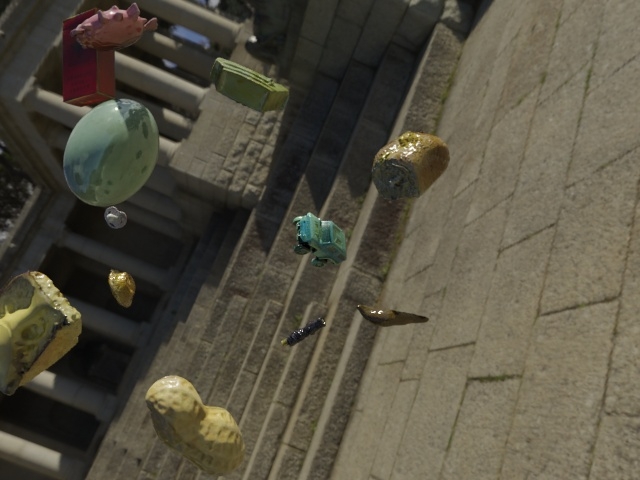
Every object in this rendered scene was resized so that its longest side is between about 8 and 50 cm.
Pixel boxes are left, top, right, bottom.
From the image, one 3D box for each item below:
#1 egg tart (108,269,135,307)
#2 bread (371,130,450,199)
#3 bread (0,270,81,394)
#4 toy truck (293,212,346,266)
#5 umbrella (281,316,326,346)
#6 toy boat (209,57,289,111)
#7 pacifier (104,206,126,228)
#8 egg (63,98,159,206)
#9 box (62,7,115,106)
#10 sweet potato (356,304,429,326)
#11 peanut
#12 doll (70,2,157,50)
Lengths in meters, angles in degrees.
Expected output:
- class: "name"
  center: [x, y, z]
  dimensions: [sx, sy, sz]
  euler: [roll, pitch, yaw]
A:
- class: "egg tart"
  center: [-0.598, 0.143, 1.639]
  dimensions: [0.129, 0.049, 0.129]
  euler: [158, 90, -89]
- class: "bread"
  center: [0.279, -0.248, 1.723]
  dimensions: [0.195, 0.176, 0.246]
  euler: [-2, 34, 50]
- class: "bread"
  center: [-0.701, 0.206, 1.291]
  dimensions: [0.262, 0.204, 0.162]
  euler: [-45, -4, 4]
- class: "toy truck"
  center: [0.000, 0.000, 2.203]
  dimensions: [0.279, 0.156, 0.155]
  euler: [39, -138, -55]
- class: "umbrella"
  center: [-0.047, 0.257, 1.493]
  dimensions: [0.144, 0.037, 0.040]
  euler: [-33, 9, 18]
- class: "toy boat"
  center: [-0.244, -0.520, 1.832]
  dimensions: [0.111, 0.276, 0.084]
  euler: [-57, 16, 38]
- class: "pacifier"
  center: [-0.842, -0.089, 2.176]
  dimensions: [0.081, 0.099, 0.078]
  euler: [-61, -3, 5]
- class: "egg"
  center: [-0.687, -0.294, 1.780]
  dimensions: [0.276, 0.276, 0.389]
  euler: [124, 164, -70]
- class: "box"
  center: [-0.855, -0.669, 1.979]
  dimensions: [0.089, 0.197, 0.313]
  euler: [2, -94, -59]
- class: "sweet potato"
  center: [0.235, 0.249, 1.716]
  dimensions: [0.069, 0.249, 0.059]
  euler: [-115, 33, -75]
- class: "peanut"
  center: [-0.297, 0.448, 1.286]
  dimensions: [0.147, 0.305, 0.147]
  euler: [-38, 22, 19]
- class: "doll"
  center: [-0.568, -0.585, 1.490]
  dimensions: [0.262, 0.093, 0.211]
  euler: [-30, 10, -37]
